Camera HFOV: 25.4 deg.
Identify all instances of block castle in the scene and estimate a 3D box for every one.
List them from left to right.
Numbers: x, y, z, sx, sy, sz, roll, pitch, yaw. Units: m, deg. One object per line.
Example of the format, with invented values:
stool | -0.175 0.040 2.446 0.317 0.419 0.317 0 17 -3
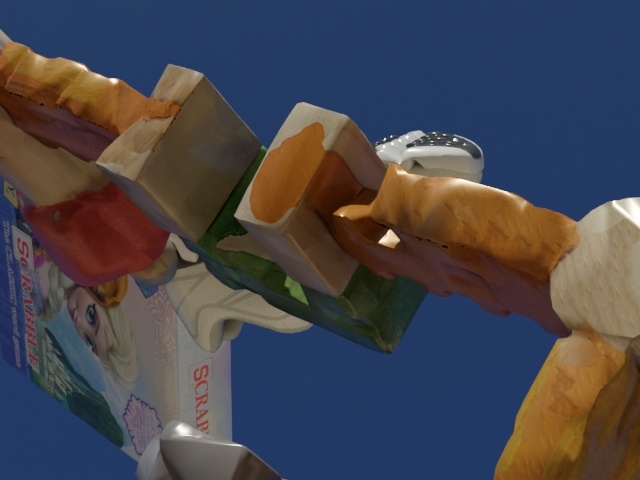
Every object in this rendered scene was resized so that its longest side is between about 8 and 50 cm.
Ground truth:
block castle | -0.049 0.104 0.602 0.303 0.453 0.213 -58 -40 -15

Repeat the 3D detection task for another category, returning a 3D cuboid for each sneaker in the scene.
sneaker | 0.000 0.000 1.060 0.292 0.110 0.118 -20 -89 31

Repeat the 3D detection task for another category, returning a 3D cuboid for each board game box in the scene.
board game box | -0.204 0.028 1.330 0.066 0.318 0.318 -21 -58 -37
